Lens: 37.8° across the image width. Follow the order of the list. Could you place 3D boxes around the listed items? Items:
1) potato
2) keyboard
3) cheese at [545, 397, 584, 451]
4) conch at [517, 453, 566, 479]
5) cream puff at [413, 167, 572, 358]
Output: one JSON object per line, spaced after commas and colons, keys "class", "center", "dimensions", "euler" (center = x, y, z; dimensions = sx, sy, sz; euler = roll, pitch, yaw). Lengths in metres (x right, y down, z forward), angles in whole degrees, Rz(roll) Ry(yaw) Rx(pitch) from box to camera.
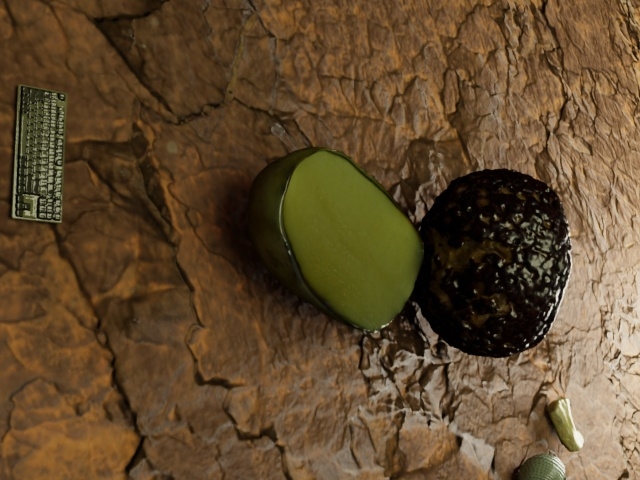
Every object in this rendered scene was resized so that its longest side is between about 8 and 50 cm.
{"class": "potato", "center": [0.000, 0.000, 1.049], "dimensions": [0.272, 0.111, 0.160], "euler": [38, 67, -47]}
{"class": "keyboard", "center": [-0.266, -0.082, 0.885], "dimensions": [0.049, 0.015, 0.129], "euler": [8, 78, -41]}
{"class": "cheese", "center": [0.366, 0.273, 1.391], "dimensions": [0.044, 0.030, 0.083], "euler": [-37, 102, -32]}
{"class": "conch", "center": [0.305, 0.338, 1.312], "dimensions": [0.085, 0.056, 0.076], "euler": [-29, 124, -11]}
{"class": "cream puff", "center": [0.204, 0.025, 1.158], "dimensions": [0.165, 0.239, 0.239], "euler": [10, 75, -10]}
